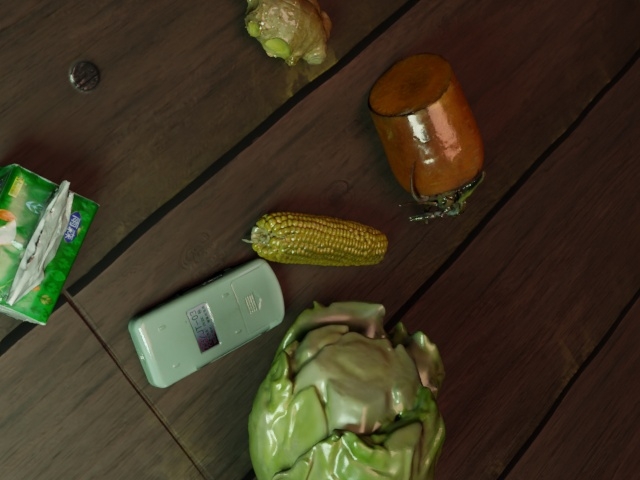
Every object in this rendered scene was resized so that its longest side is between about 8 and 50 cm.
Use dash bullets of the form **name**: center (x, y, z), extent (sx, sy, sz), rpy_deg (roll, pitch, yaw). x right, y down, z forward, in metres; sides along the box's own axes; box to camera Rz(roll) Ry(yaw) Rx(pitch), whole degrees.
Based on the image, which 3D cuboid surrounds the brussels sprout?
- **brussels sprout**: center (0.043, 0.351, 1.643), extent (0.425, 0.342, 0.361), rpy_deg (-61, 169, -55)

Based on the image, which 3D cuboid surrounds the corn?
- **corn**: center (0.000, 0.000, 1.739), extent (0.310, 0.101, 0.102), rpy_deg (5, 88, -34)

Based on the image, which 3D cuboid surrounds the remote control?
- **remote control**: center (-0.194, 0.138, 1.629), extent (0.296, 0.056, 0.140), rpy_deg (-28, 108, -34)

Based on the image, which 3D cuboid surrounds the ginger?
- **ginger**: center (-0.066, -0.411, 1.685), extent (0.216, 0.102, 0.157), rpy_deg (27, 68, -33)

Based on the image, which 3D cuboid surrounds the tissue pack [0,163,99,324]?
- **tissue pack**: center (-0.445, 0.007, 1.387), extent (0.148, 0.156, 0.209), rpy_deg (31, 72, -35)

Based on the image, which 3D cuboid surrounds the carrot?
- **carrot**: center (0.226, -0.189, 1.838), extent (0.214, 0.193, 0.331), rpy_deg (-73, 143, -62)
